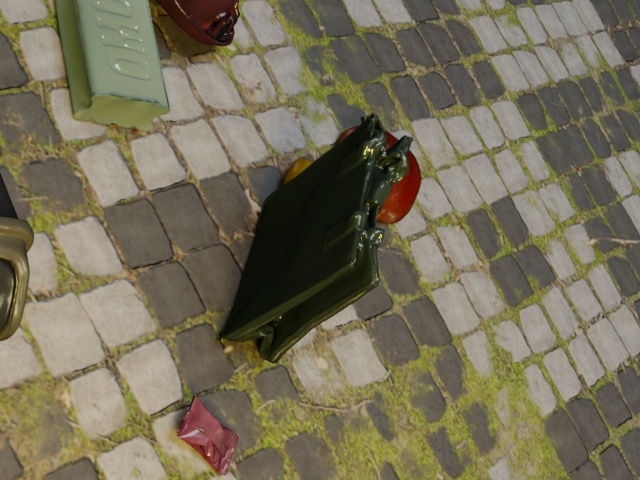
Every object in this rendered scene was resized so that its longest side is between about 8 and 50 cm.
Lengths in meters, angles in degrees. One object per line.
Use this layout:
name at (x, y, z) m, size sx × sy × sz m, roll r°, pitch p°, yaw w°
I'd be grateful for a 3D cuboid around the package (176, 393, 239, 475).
package at (-0.126, 0.219, 1.422) m, size 0.083 × 0.029 × 0.059 m, roll 47°, pitch 43°, yaw -25°

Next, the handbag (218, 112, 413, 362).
handbag at (-0.002, -0.001, 1.517) m, size 0.079 × 0.260 × 0.247 m, roll 33°, pitch 45°, yaw -20°

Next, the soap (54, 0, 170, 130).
soap at (-0.260, -0.240, 1.568) m, size 0.114 × 0.063 × 0.198 m, roll 6°, pitch 60°, yaw -42°

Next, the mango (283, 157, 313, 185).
mango at (-0.022, -0.079, 1.718) m, size 0.060 × 0.046 × 0.089 m, roll 29°, pitch 42°, yaw -29°

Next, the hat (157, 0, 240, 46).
hat at (-0.166, -0.359, 1.692) m, size 0.205 × 0.089 × 0.205 m, roll 48°, pitch 22°, yaw -27°

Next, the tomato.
tomato at (0.093, -0.103, 1.835) m, size 0.155 × 0.069 × 0.155 m, roll 25°, pitch 50°, yaw -33°

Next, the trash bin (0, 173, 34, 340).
trash bin at (-0.404, -0.034, 1.193) m, size 0.209 × 0.182 × 0.290 m, roll 0°, pitch 60°, yaw -45°
